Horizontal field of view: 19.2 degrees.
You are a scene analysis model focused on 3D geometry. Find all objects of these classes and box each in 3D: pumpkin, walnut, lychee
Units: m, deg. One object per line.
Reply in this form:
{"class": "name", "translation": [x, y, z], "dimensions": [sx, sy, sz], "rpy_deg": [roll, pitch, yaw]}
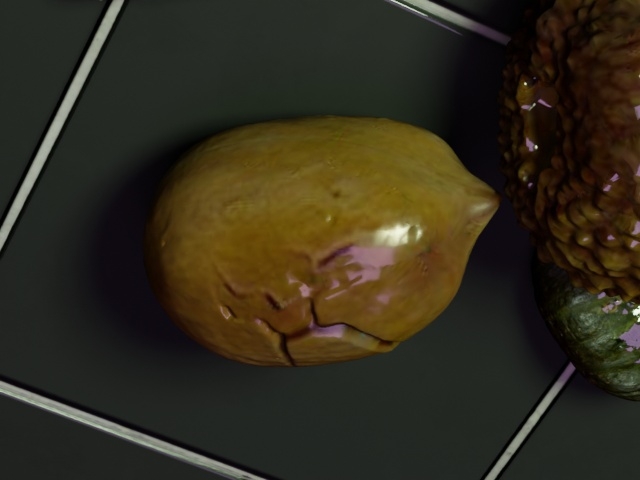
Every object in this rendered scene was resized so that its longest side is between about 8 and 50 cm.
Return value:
{"class": "pumpkin", "translation": [0.254, 0.068, 1.582], "dimensions": [0.119, 0.107, 0.183], "rpy_deg": [-29, 118, 24]}
{"class": "walnut", "translation": [0.000, 0.000, 1.471], "dimensions": [0.298, 0.203, 0.203], "rpy_deg": [-11, 125, 27]}
{"class": "lychee", "translation": [0.264, -0.084, 1.398], "dimensions": [0.268, 0.267, 0.267], "rpy_deg": [0, 124, 0]}
